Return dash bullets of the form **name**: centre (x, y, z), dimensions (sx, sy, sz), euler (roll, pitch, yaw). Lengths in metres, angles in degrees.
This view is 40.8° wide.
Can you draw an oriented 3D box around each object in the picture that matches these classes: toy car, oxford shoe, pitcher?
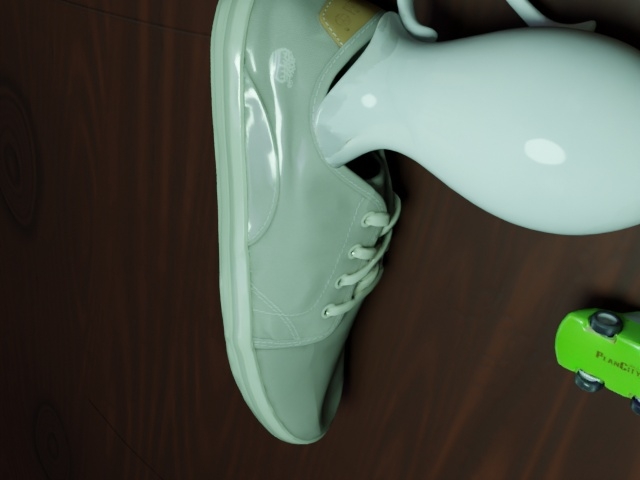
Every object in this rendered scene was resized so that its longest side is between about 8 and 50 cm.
- **toy car**: centre (0.269, 0.100, 0.576), dimensions (0.225, 0.053, 0.239), euler (26, 129, 34)
- **oxford shoe**: centre (0.000, 0.000, 0.723), dimensions (0.130, 0.169, 0.449), euler (9, 121, 18)
- **pitcher**: centre (0.124, -0.103, 0.556), dimensions (0.207, 0.125, 0.177), euler (18, 82, 23)
